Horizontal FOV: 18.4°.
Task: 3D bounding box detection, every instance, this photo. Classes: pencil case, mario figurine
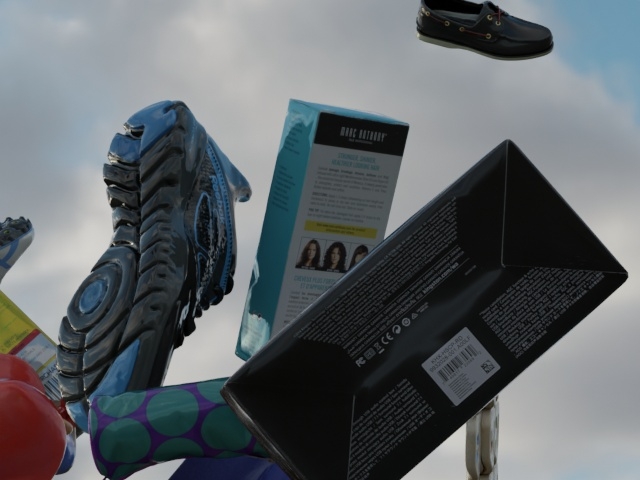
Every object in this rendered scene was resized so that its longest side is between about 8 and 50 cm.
[{"bbox_3d":[-0.096,0.140,1.483,0.151,0.070,0.064,-7,3,-1],"label":"pencil case"},{"bbox_3d":[-0.321,0.173,2.009,0.170,0.198,0.320,28,-14,1],"label":"mario figurine"}]

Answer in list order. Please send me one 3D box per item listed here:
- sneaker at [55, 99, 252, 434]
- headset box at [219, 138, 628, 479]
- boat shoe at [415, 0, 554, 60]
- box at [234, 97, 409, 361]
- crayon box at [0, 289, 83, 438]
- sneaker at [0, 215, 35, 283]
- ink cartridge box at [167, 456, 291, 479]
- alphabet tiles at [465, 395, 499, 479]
[{"bbox_3d":[-0.131,0.036,1.750,0.125,0.341,0.139,-18,-44,36],"label":"sneaker"},{"bbox_3d":[0.051,0.063,1.240,0.218,0.110,0.293,-41,-2,-5],"label":"headset box"},{"bbox_3d":[0.155,-0.201,1.862,0.133,0.049,0.042,12,-50,10],"label":"boat shoe"},{"bbox_3d":[0.000,0.000,1.799,0.100,0.244,0.060,7,11,-33],"label":"box"},{"bbox_3d":[-0.431,0.148,2.329,0.202,0.318,0.081,-42,-13,-20],"label":"crayon box"},{"bbox_3d":[-0.391,0.065,2.096,0.085,0.237,0.086,18,-33,54],"label":"sneaker"},{"bbox_3d":[-0.065,0.335,1.550,0.072,0.303,0.307,13,-37,43],"label":"ink cartridge box"},{"bbox_3d":[0.148,0.174,1.761,0.021,0.284,0.278,1,-1,9],"label":"alphabet tiles"}]
